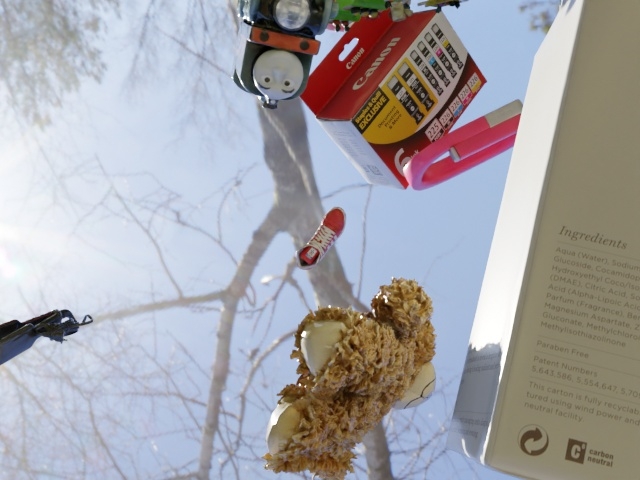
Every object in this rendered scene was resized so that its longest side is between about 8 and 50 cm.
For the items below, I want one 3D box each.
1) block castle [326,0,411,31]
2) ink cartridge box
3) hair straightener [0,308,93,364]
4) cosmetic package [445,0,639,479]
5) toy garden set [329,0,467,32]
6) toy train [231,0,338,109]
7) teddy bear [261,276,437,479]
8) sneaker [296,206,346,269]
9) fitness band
[{"bbox_3d":[0.139,-0.725,1.813,0.213,0.303,0.453,20,-120,13],"label":"block castle"},{"bbox_3d":[0.149,-0.308,1.542,0.309,0.272,0.130,-53,-147,-14],"label":"ink cartridge box"},{"bbox_3d":[-0.411,0.144,1.135,0.089,0.047,0.230,15,-171,16],"label":"hair straightener"},{"bbox_3d":[0.218,-0.006,0.576,0.156,0.217,0.384,16,-100,6],"label":"cosmetic package"},{"bbox_3d":[0.136,-0.424,1.394,0.244,0.049,0.204,-9,-177,41],"label":"toy garden set"},{"bbox_3d":[-0.068,-0.306,1.158,0.142,0.190,0.334,8,-164,-13],"label":"toy train"},{"bbox_3d":[0.049,0.148,0.810,0.113,0.338,0.245,21,-101,20],"label":"teddy bear"},{"bbox_3d":[0.000,0.000,1.265,0.042,0.118,0.067,34,-155,8],"label":"sneaker"},{"bbox_3d":[0.294,-0.177,1.436,0.291,0.209,0.054,-25,-100,-5],"label":"fitness band"}]
